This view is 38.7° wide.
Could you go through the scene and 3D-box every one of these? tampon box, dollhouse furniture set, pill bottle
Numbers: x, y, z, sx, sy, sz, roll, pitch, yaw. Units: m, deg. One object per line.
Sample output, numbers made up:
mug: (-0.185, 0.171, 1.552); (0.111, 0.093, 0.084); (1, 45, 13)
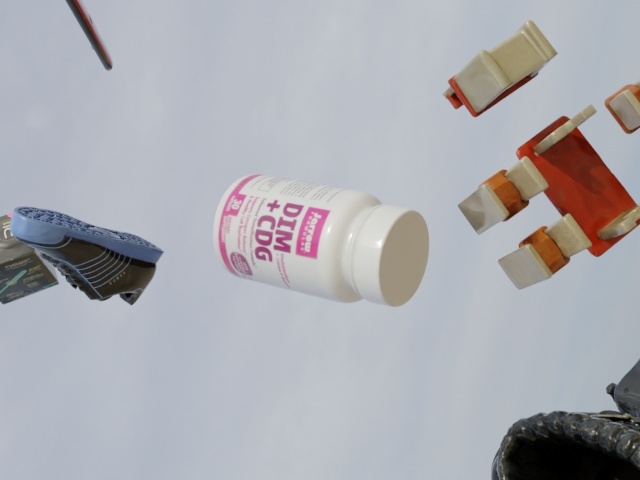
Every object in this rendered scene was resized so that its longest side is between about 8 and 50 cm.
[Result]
tampon box: (-0.591, 0.032, 1.750); (0.120, 0.101, 0.161); (-20, -23, -7)
dollhouse furniture set: (0.260, -0.105, 1.026); (0.262, 0.259, 0.135); (-34, -4, -16)
pill bottle: (0.000, 0.000, 1.296); (0.160, 0.283, 0.160); (-21, -64, -51)

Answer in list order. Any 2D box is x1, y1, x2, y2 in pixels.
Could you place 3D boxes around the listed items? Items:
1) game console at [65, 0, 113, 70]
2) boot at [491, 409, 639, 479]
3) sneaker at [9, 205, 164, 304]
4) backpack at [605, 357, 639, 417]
game console: (-0.167, -0.146, 0.425); (0.144, 0.124, 0.085); (88, -175, -76)
boot: (0.243, 0.230, 0.879); (0.260, 0.348, 0.131); (5, -107, -39)
sneaker: (-0.294, 0.025, 1.136); (0.232, 0.081, 0.090); (21, -85, -52)
backpack: (0.455, 0.200, 1.105); (0.158, 0.117, 0.173); (-45, -65, -16)
